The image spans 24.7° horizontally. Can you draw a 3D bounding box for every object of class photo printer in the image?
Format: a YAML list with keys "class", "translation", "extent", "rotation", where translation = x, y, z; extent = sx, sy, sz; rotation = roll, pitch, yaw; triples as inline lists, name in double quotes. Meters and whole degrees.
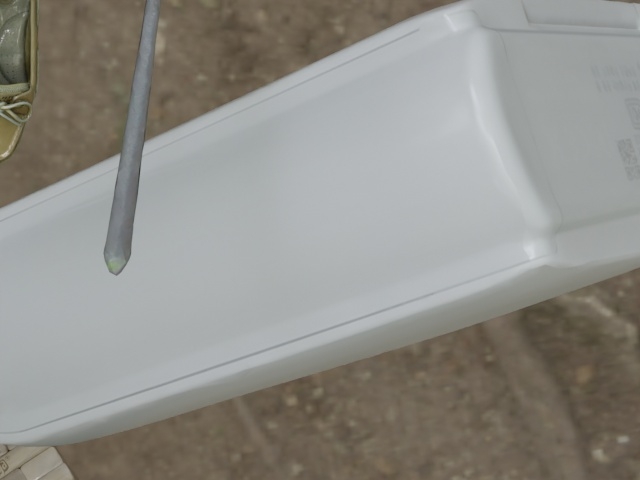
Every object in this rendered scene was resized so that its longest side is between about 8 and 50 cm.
- class: "photo printer"
  translation: [0.000, 0.000, 0.617]
  extent: [0.308, 0.256, 0.107]
  rotation: [-21, 85, 32]

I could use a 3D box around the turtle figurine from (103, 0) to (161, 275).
- class: "turtle figurine"
  translation: [-0.111, -0.168, 0.433]
  extent: [0.266, 0.198, 0.274]
  rotation: [-85, 6, -76]

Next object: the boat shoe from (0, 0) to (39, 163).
- class: "boat shoe"
  translation: [-0.207, -0.118, 0.941]
  extent: [0.048, 0.056, 0.153]
  rotation: [-132, 53, -60]

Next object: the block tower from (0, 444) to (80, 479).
- class: "block tower"
  translation: [-0.158, 0.270, 1.033]
  extent: [0.335, 0.091, 0.097]
  rotation: [50, 167, 29]
